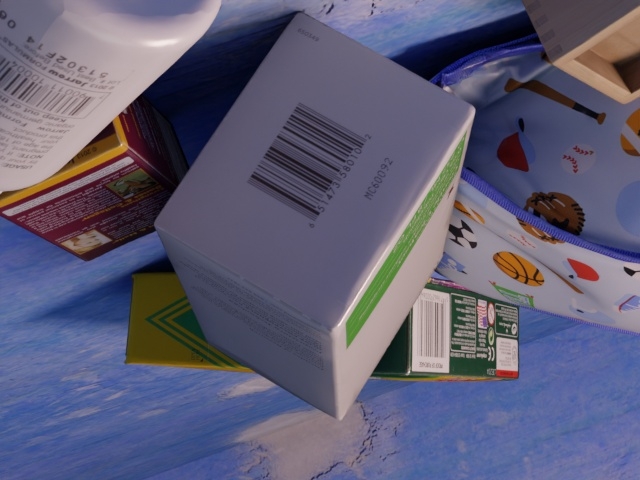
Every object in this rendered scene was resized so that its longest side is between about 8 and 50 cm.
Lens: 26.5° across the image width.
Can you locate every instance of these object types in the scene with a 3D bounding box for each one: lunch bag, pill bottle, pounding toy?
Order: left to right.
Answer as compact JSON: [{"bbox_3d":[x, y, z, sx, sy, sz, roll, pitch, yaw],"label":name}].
[{"bbox_3d":[-0.164,-0.100,0.708,0.131,0.131,0.229,-5,159,-44],"label":"pill bottle"},{"bbox_3d":[0.257,-0.048,1.220,0.385,0.239,0.328,9,166,2],"label":"lunch bag"},{"bbox_3d":[0.275,-0.191,1.014,0.181,0.094,0.206,-33,153,27],"label":"pounding toy"}]

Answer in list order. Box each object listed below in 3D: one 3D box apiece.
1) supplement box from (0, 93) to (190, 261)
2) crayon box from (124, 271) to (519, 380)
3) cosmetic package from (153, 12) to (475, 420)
[{"bbox_3d":[-0.165,-0.056,0.958,0.104,0.081,0.188,-23,165,6],"label":"supplement box"},{"bbox_3d":[0.016,0.098,1.485,0.313,0.106,0.363,-1,173,25],"label":"crayon box"},{"bbox_3d":[0.000,0.000,1.085,0.197,0.155,0.365,-58,169,-12],"label":"cosmetic package"}]
